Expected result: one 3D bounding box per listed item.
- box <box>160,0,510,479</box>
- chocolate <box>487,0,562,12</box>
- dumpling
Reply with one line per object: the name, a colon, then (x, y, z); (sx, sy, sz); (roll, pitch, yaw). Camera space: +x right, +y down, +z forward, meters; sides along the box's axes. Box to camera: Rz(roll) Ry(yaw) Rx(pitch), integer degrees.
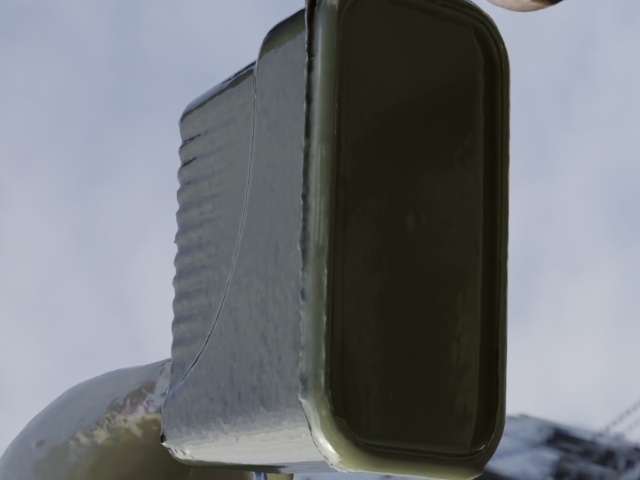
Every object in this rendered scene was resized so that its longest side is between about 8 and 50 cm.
box: (0.000, 0.000, 0.957); (0.138, 0.178, 0.274); (13, -109, -34)
chocolate: (0.120, -0.255, 1.205); (0.161, 0.083, 0.261); (49, -142, -20)
dumpling: (-0.131, 0.216, 1.259); (0.341, 0.181, 0.260); (-62, -29, -26)
